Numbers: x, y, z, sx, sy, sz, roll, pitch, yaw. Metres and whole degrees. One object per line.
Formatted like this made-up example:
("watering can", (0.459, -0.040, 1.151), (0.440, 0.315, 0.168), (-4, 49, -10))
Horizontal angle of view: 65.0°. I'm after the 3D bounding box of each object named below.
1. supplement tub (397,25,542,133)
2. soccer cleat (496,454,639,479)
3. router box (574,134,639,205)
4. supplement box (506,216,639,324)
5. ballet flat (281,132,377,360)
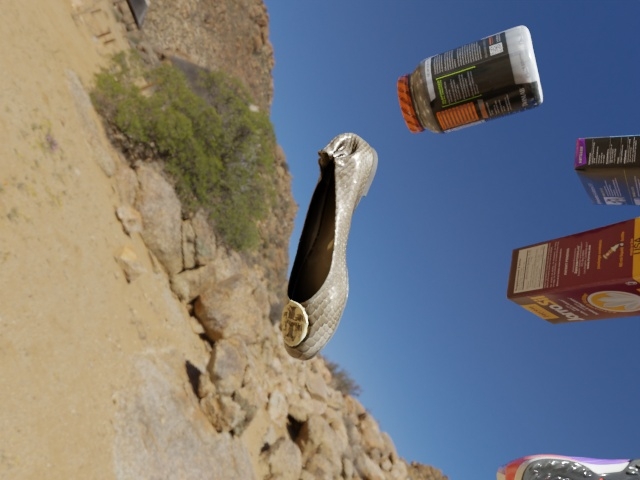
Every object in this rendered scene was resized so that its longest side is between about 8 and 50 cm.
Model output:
("supplement tub", (0.218, -0.228, 0.744), (0.117, 0.190, 0.117), (35, 50, -55))
("soccer cleat", (0.449, 0.401, 0.815), (0.116, 0.318, 0.108), (119, -21, -72))
("router box", (0.424, -0.088, 0.666), (0.179, 0.133, 0.046), (20, 77, -53))
("supplement box", (0.351, 0.047, 0.648), (0.104, 0.080, 0.188), (27, -25, -21))
("ballet flat", (0.000, 0.000, 0.532), (0.084, 0.249, 0.058), (7, -13, 47))
